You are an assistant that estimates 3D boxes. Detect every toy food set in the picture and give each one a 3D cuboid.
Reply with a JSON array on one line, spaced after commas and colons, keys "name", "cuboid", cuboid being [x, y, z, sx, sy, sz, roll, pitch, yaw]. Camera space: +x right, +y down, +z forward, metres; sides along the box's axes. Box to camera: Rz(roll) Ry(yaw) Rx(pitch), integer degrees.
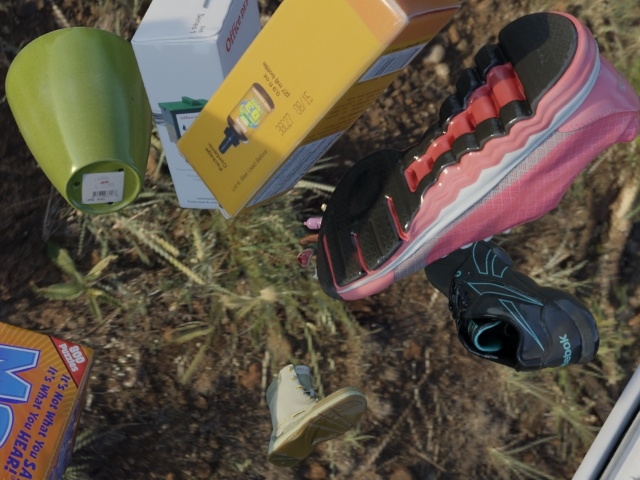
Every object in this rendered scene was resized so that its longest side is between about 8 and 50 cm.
[{"name": "toy food set", "cuboid": [0.000, 0.000, 1.457, 0.078, 0.019, 0.122, 33, 111, 1]}]

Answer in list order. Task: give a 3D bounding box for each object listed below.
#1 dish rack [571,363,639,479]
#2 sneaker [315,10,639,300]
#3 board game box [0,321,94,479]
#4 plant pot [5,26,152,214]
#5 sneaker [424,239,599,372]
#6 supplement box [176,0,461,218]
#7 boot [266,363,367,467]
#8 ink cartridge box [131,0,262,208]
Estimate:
[{"name": "dish rack", "cuboid": [0.468, 0.297, 0.977, 0.072, 0.333, 0.285, 36, 84, -47]}, {"name": "sneaker", "cuboid": [0.123, -0.033, 0.706, 0.136, 0.314, 0.116, 26, 40, -31]}, {"name": "board game box", "cuboid": [-0.607, 0.361, 1.400, 0.356, 0.356, 0.356, 17, 46, -8]}, {"name": "plant pot", "cuboid": [-0.423, -0.196, 1.619, 0.275, 0.274, 0.293, -4, 48, -24]}, {"name": "sneaker", "cuboid": [0.193, 0.070, 1.013, 0.106, 0.267, 0.101, -20, 118, -24]}, {"name": "supplement box", "cuboid": [-0.010, -0.113, 0.630, 0.078, 0.233, 0.080, 54, 40, 7]}, {"name": "boot", "cuboid": [-0.016, 0.276, 1.521, 0.077, 0.213, 0.165, 35, 28, -30]}, {"name": "ink cartridge box", "cuboid": [-0.115, -0.167, 0.940, 0.093, 0.219, 0.160, 1, 44, 10]}]
